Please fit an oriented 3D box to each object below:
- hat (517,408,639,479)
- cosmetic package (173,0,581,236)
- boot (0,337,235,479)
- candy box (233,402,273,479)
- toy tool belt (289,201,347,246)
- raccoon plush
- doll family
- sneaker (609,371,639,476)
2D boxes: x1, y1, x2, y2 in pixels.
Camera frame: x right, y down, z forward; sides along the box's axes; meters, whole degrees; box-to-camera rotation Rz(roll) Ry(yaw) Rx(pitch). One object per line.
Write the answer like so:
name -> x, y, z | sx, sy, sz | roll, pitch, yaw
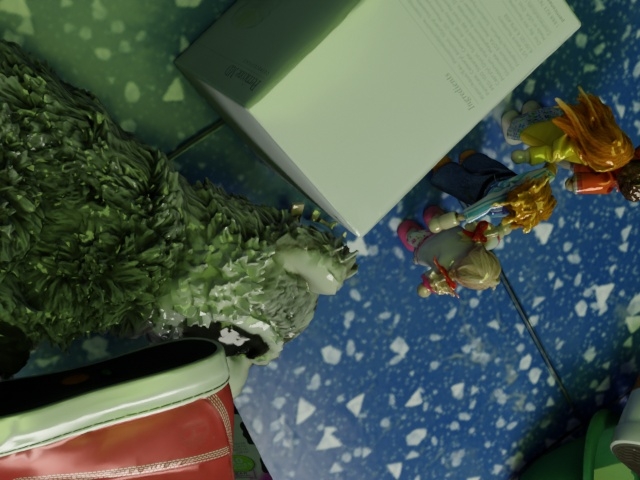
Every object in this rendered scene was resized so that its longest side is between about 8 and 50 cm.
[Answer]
hat -> 0.220, 0.269, 1.152 | 0.208, 0.183, 0.173 | 9, 75, -58
cosmetic package -> 0.030, -0.151, 0.842 | 0.225, 0.224, 0.138 | -46, 116, -3
boot -> -0.167, 0.176, 0.718 | 0.244, 0.088, 0.176 | -11, 104, -19
candy box -> -0.118, 0.225, 0.897 | 0.159, 0.233, 0.071 | -5, 114, -20
toy tool belt -> 0.000, 0.000, 0.974 | 0.083, 0.052, 0.051 | 23, 106, -25
raccoon plush -> -0.146, -0.080, 0.802 | 0.299, 0.216, 0.446 | -13, 110, -16
doll family -> 0.178, -0.057, 0.959 | 0.263, 0.163, 0.118 | -29, 114, -9
sneaker -> 0.411, 0.230, 1.172 | 0.290, 0.106, 0.123 | 46, 56, -39
